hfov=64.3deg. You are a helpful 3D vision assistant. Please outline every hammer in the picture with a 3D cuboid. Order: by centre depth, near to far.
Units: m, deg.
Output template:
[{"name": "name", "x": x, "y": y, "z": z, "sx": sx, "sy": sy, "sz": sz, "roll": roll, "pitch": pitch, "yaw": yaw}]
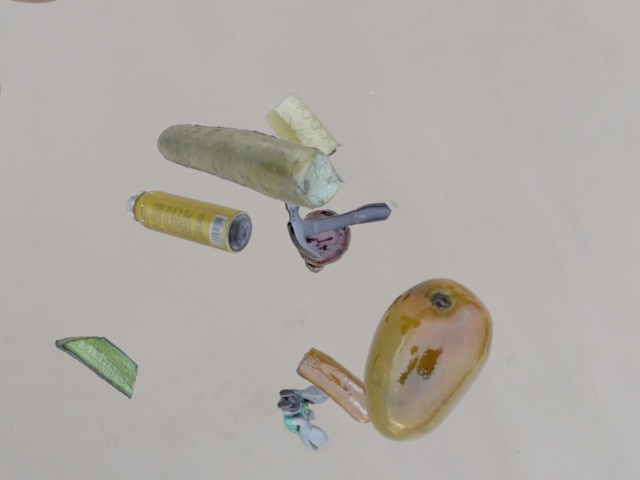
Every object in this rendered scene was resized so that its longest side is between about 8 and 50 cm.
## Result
[{"name": "hammer", "x": 0.054, "y": -0.041, "z": 1.172, "sx": 0.290, "sy": 0.037, "sz": 0.137, "roll": -12, "pitch": 94, "yaw": -35}]

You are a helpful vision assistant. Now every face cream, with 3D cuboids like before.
[{"name": "face cream", "x": -0.337, "y": -0.056, "z": 1.250, "sx": 0.349, "sy": 0.105, "sz": 0.104, "roll": 14, "pitch": 94, "yaw": 25}]

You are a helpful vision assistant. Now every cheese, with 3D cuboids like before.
[{"name": "cheese", "x": -0.045, "y": -0.257, "z": 1.206, "sx": 0.094, "sy": 0.123, "sz": 0.167, "roll": -45, "pitch": 105, "yaw": -13}]

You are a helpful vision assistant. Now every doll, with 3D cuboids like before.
[{"name": "doll", "x": -0.049, "y": 0.556, "z": 1.589, "sx": 0.153, "sy": 0.258, "sz": 0.194, "roll": 0, "pitch": 80, "yaw": 18}]

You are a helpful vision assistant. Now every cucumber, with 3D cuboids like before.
[{"name": "cucumber", "x": -0.463, "y": 0.249, "z": 1.080, "sx": 0.070, "sy": 0.046, "sz": 0.220, "roll": -56, "pitch": 132, "yaw": -27}]

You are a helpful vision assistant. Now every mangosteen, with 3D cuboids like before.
[{"name": "mangosteen", "x": 0.000, "y": 0.000, "z": 1.447, "sx": 0.166, "sy": 0.180, "sz": 0.166, "roll": 11, "pitch": 58, "yaw": -18}]

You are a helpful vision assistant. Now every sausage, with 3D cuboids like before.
[{"name": "sausage", "x": 0.056, "y": 0.418, "z": 1.471, "sx": 0.271, "sy": 0.109, "sz": 0.109, "roll": 39, "pitch": 85, "yaw": 2}]

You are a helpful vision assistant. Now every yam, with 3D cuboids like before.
[{"name": "yam", "x": -0.118, "y": -0.113, "z": 0.686, "sx": 0.083, "sy": 0.372, "sz": 0.083, "roll": -17, "pitch": 116, "yaw": -39}]

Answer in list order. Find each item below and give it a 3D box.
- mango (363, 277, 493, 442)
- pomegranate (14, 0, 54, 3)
[{"name": "mango", "x": 0.171, "y": 0.213, "z": 0.861, "sx": 0.211, "sy": 0.173, "sz": 0.317, "roll": -10, "pitch": 124, "yaw": -47}, {"name": "pomegranate", "x": -0.249, "y": -0.287, "z": 0.380, "sx": 0.209, "sy": 0.209, "sz": 0.208, "roll": -2, "pitch": 98, "yaw": -17}]
